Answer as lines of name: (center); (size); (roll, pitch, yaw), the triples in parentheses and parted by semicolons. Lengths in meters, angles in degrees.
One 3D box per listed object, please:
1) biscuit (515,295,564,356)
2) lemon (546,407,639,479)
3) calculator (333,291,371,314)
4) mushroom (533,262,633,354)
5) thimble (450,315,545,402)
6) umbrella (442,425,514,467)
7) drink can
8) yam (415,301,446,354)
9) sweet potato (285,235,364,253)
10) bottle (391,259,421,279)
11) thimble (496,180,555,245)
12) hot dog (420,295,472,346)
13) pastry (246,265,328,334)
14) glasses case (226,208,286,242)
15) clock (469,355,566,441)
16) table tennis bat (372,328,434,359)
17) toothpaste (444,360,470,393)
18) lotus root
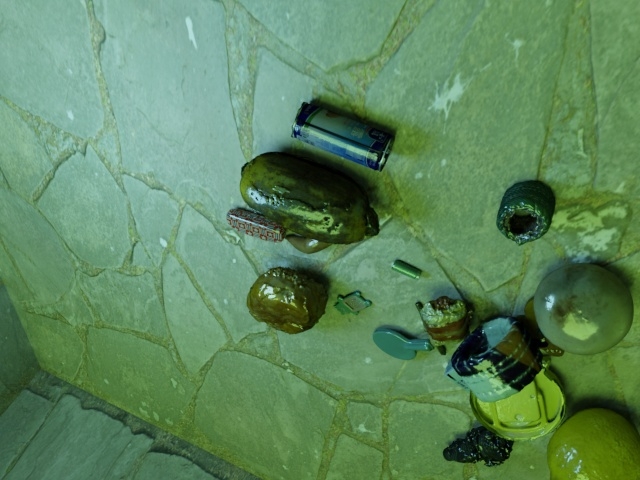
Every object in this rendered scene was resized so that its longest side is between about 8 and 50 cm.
biscuit: (0.621, 0.233, 1.663); (0.179, 0.039, 0.236); (13, 136, 22)
lemon: (0.796, 0.631, 1.771); (0.245, 0.320, 0.245); (50, 171, 11)
calculator: (0.099, 0.206, 1.967); (0.094, 0.019, 0.141); (41, 139, -16)
mushroom: (0.638, 0.165, 1.488); (0.226, 0.178, 0.227); (4, 102, 18)
thimble: (0.483, 0.320, 1.673); (0.150, 0.237, 0.237); (53, 137, -5)
umbrella: (0.537, 0.743, 2.177); (0.154, 0.128, 0.336); (41, 142, -16)
drink can: (0.053, -0.250, 1.462); (0.235, 0.097, 0.097); (22, 140, 10)
yam: (0.339, 0.276, 1.886); (0.029, 0.027, 0.234); (26, 152, 57)
sweet potato: (0.000, 0.000, 1.781); (0.281, 0.059, 0.067); (-14, 114, 39)
bottle: (0.246, 0.085, 1.741); (0.083, 0.030, 0.030); (25, 140, 6)
thimble: (0.471, -0.064, 1.402); (0.118, 0.090, 0.135); (34, 143, -1)
hot dog: (0.367, 0.230, 1.770); (0.146, 0.103, 0.213); (-7, 143, 9)
pastry: (-0.104, 0.184, 1.957); (0.255, 0.162, 0.311); (25, 151, -9)
glasses case: (-0.194, -0.047, 1.859); (0.194, 0.049, 0.073); (19, 140, 14)
clock: (0.595, 0.472, 1.846); (0.277, 0.071, 0.294); (-2, 111, 18)
table tennis bat: (0.269, 0.338, 1.970); (0.153, 0.040, 0.244); (48, 147, -21)
toothpaste: (0.556, 0.488, 1.943); (0.336, 0.067, 0.081); (34, 137, -5)
lotus root: (-0.029, -0.105, 1.590); (0.397, 0.196, 0.179); (20, 144, 8)
